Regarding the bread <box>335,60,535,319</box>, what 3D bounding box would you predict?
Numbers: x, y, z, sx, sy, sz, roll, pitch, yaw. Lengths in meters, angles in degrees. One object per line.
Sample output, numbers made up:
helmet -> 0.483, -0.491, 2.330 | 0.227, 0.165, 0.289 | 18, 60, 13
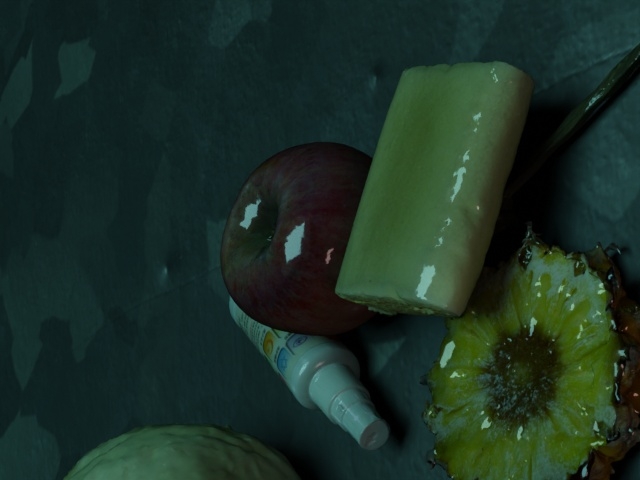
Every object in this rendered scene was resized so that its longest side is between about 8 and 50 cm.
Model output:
bread -> 0.081, -0.034, 1.230 | 0.139, 0.060, 0.178 | 7, 76, 59

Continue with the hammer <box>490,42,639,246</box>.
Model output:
hammer -> 0.195, -0.104, 1.175 | 0.292, 0.029, 0.058 | -48, 46, 36

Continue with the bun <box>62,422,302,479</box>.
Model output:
bun -> -0.146, 0.315, 1.379 | 0.349, 0.227, 0.353 | 43, 114, 55

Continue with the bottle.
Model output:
bottle -> -0.007, 0.096, 1.386 | 0.217, 0.060, 0.060 | 48, 121, 52

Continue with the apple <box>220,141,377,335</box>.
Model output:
apple -> 0.000, 0.000, 1.350 | 0.153, 0.120, 0.153 | -32, 48, 44

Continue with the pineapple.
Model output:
pineapple -> 0.144, 0.090, 1.179 | 0.221, 0.047, 0.221 | -24, 59, 47
